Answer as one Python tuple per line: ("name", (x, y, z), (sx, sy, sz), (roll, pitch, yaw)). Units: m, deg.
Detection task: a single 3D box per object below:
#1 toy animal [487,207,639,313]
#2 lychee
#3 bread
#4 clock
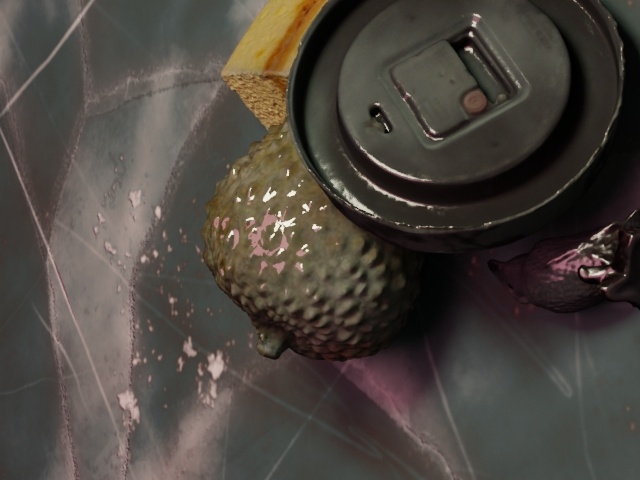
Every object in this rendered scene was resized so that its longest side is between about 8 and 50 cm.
("toy animal", (0.248, 0.013, 1.303), (0.210, 0.121, 0.117), (14, 78, 53))
("lychee", (0.000, 0.000, 1.466), (0.255, 0.255, 0.274), (14, 68, 46))
("bread", (0.025, -0.215, 1.600), (0.240, 0.135, 0.178), (8, 60, 48))
("clock", (0.130, -0.141, 1.325), (0.325, 0.067, 0.325), (-6, 63, 11))
